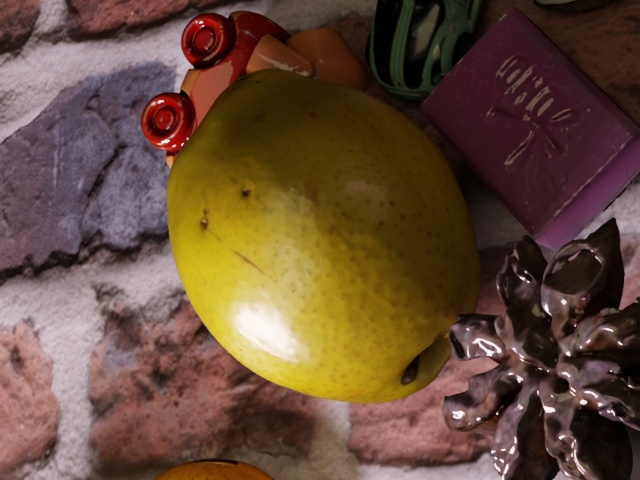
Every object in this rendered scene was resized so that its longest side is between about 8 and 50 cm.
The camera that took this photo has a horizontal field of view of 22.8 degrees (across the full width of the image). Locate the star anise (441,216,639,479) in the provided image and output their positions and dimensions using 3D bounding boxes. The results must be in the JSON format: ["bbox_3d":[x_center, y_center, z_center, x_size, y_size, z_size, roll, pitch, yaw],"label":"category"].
[{"bbox_3d":[0.247,0.133,1.645,0.331,0.117,0.332,-18,64,41],"label":"star anise"}]

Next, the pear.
[{"bbox_3d":[0.000,0.000,1.887,0.362,0.362,0.418,-47,73,13],"label":"pear"}]

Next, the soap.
[{"bbox_3d":[0.260,-0.138,1.929,0.181,0.081,0.259,-46,58,13],"label":"soap"}]

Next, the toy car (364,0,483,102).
[{"bbox_3d":[0.138,-0.334,2.034,0.136,0.125,0.306,13,82,33],"label":"toy car"}]

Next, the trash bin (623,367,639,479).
[{"bbox_3d":[0.351,0.238,1.719,0.122,0.164,0.241,1,78,32],"label":"trash bin"}]

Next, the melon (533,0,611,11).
[{"bbox_3d":[0.349,-0.331,1.947,0.182,0.054,0.098,-44,52,14],"label":"melon"}]

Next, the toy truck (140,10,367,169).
[{"bbox_3d":[-0.076,-0.172,2.090,0.239,0.189,0.265,26,91,26],"label":"toy truck"}]

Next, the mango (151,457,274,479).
[{"bbox_3d":[-0.144,0.370,2.001,0.290,0.160,0.191,-7,79,40],"label":"mango"}]
